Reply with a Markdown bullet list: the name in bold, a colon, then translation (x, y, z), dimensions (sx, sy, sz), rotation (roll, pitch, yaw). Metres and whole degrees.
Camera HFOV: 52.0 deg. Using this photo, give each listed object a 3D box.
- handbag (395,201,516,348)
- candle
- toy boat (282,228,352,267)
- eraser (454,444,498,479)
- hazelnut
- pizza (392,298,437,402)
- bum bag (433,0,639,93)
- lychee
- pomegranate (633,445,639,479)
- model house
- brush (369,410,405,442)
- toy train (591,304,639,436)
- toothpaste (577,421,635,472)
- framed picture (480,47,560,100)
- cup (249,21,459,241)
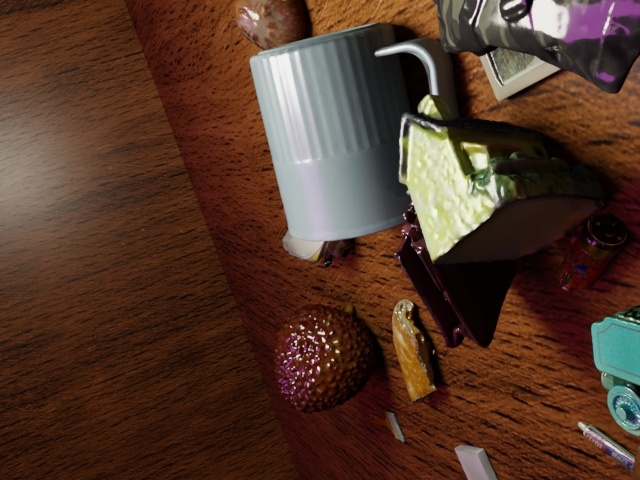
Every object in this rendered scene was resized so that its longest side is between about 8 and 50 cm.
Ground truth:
- **handbag**: translation (0.192, 0.024, 0.943), dimensions (0.074, 0.203, 0.216), rotation (-15, 122, 38)
- **candle**: translation (0.341, 0.024, 0.840), dimensions (0.052, 0.052, 0.131), rotation (56, 158, 29)
- **toy boat**: translation (-0.007, -0.004, 1.604), dimensions (0.269, 0.141, 0.141), rotation (23, 132, 64)
- **eraser**: translation (0.345, 0.511, 1.393), dimensions (0.150, 0.023, 0.104), rotation (66, 160, 4)
- **hazelnut**: translation (-0.101, -0.454, 1.341), dimensions (0.154, 0.143, 0.143), rotation (50, 161, -6)
- **pizza**: translation (0.205, 0.250, 1.430), dimensions (0.134, 0.056, 0.271), rotation (20, 128, 67)
- **bum bag**: translation (0.222, -0.261, 0.724), dimensions (0.340, 0.095, 0.144), rotation (39, 132, 51)
- **lychee**: translation (0.012, 0.300, 1.692), dimensions (0.275, 0.304, 0.276), rotation (30, 165, 9)
- **pomegranate**: translation (0.441, 0.283, 0.780), dimensions (0.130, 0.130, 0.130), rotation (52, 156, 36)
- **model house**: translation (0.220, -0.098, 0.832), dimensions (0.170, 0.194, 0.211), rotation (-52, 48, 50)
- **brush**: translation (0.179, 0.512, 1.847), dimensions (0.083, 0.011, 0.205), rotation (67, 161, 0)
- **toy train**: translation (0.404, 0.151, 0.739), dimensions (0.198, 0.107, 0.154), rotation (-165, 63, -66)
- **toothpaste**: translation (0.432, 0.308, 0.954), dimensions (0.140, 0.021, 0.037), rotation (38, 150, 50)
- **framed picture**: translation (0.254, -0.315, 0.746), dimensions (0.240, 0.020, 0.324), rotation (68, 160, -3)
- **cup**: translation (0.046, -0.182, 1.083), dimensions (0.331, 0.257, 0.311), rotation (26, 133, 64)
